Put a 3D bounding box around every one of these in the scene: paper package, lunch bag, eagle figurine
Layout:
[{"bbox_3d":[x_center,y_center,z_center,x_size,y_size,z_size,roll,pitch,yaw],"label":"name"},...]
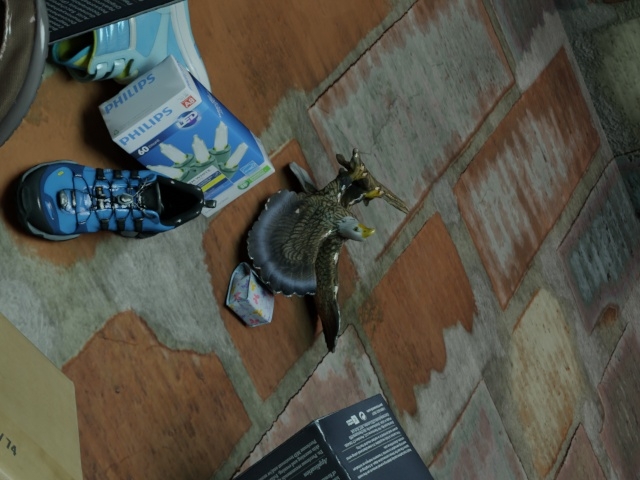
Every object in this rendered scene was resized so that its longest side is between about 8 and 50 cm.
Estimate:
[{"bbox_3d":[-0.421,0.192,1.572,0.325,0.168,0.309,52,11,-34],"label":"paper package"},{"bbox_3d":[-0.107,0.082,2.277,0.071,0.053,0.083,49,34,-38],"label":"lunch bag"},{"bbox_3d":[0.004,-0.001,2.373,0.226,0.225,0.298,32,76,-3],"label":"eagle figurine"}]

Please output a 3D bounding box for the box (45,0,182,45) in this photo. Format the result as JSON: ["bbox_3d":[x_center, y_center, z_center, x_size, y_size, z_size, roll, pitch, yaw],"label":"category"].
[{"bbox_3d":[-0.344,-0.514,1.739,0.297,0.471,0.480,24,60,-50],"label":"box"}]

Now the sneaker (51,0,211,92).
[{"bbox_3d":[-0.281,-0.247,2.088,0.208,0.127,0.319,-35,129,-30],"label":"sneaker"}]

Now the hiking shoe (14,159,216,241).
[{"bbox_3d":[-0.286,-0.063,1.985,0.304,0.132,0.113,-3,82,-56],"label":"hiking shoe"}]

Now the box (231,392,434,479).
[{"bbox_3d":[0.007,0.439,1.987,0.179,0.343,0.312,-13,68,-57],"label":"box"}]

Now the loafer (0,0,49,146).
[{"bbox_3d":[-0.432,-0.144,1.648,0.130,0.366,0.134,24,19,-33],"label":"loafer"}]

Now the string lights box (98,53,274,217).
[{"bbox_3d":[-0.192,-0.148,2.105,0.259,0.133,0.077,42,17,-53],"label":"string lights box"}]
